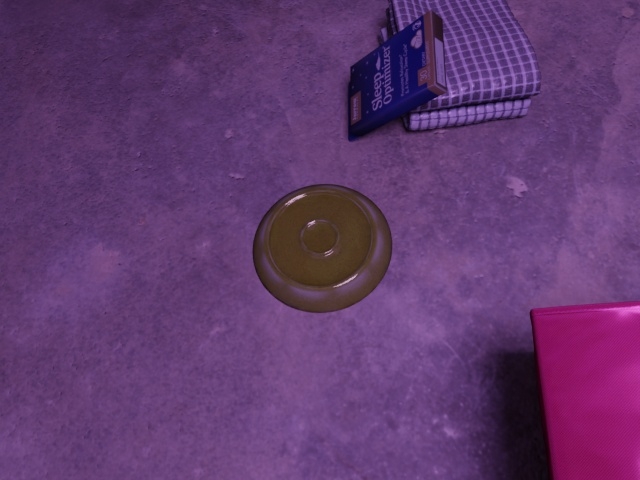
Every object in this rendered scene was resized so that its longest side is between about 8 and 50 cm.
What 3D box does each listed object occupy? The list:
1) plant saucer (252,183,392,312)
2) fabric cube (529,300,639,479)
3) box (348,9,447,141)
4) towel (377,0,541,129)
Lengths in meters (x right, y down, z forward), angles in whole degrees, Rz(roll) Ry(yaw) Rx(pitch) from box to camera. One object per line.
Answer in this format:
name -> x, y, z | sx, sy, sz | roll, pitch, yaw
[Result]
plant saucer -> 0.000, 0.000, 0.751 | 0.241, 0.037, 0.240 | -2, 65, 5
fabric cube -> 0.374, 0.215, 0.455 | 0.259, 0.254, 0.258 | -9, 62, 25
box -> 0.113, -0.272, 0.772 | 0.037, 0.225, 0.136 | 11, 72, -36
towel -> 0.249, -0.353, 0.835 | 0.235, 0.121, 0.283 | -9, 65, 2
